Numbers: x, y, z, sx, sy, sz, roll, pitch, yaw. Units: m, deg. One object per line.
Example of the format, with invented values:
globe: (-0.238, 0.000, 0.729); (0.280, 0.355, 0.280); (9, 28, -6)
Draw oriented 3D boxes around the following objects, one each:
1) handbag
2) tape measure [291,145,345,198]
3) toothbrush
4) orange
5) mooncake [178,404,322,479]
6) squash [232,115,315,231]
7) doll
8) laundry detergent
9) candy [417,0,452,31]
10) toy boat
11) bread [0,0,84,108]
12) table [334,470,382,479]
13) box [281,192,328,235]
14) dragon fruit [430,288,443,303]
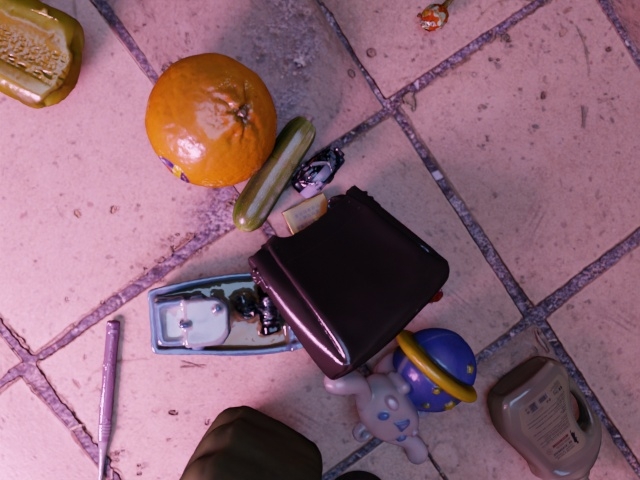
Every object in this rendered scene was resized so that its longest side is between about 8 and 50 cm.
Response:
handbag: (0.047, 0.056, 1.028); (0.285, 0.113, 0.257); (-36, 80, -30)
tape measure: (-0.008, -0.120, 1.100); (0.054, 0.091, 0.094); (44, 68, -14)
toothbrush: (-0.376, 0.317, 1.084); (0.024, 0.029, 0.354); (5, 90, -22)
orange: (-0.178, -0.197, 1.025); (0.219, 0.193, 0.219); (4, 75, -15)
mooncake: (-0.151, 0.438, 0.960); (0.194, 0.356, 0.356); (29, 87, -5)
squash: (-0.083, -0.116, 1.098); (0.066, 0.066, 0.229); (33, 86, -8)
doll: (0.138, 0.239, 1.092); (0.311, 0.160, 0.242); (30, 115, -35)
laundry detergent: (0.442, 0.359, 1.178); (0.181, 0.091, 0.253); (-35, 96, -12)
candy: (0.250, -0.458, 1.153); (0.055, 0.049, 0.185); (33, 77, 36)
toy boat: (-0.125, 0.128, 1.065); (0.331, 0.133, 0.145); (-4, 91, -9)
bread: (-0.571, -0.348, 0.995); (0.383, 0.112, 0.166); (23, 90, -10)
table: (0.071, 0.500, 1.149); (0.133, 0.043, 0.134); (0, 92, -9)
box: (0.000, 0.000, 1.136); (0.089, 0.022, 0.156); (-28, 96, -6)
dragon fruit: (0.175, 0.080, 1.142); (0.126, 0.068, 0.112); (2, 92, -7)
